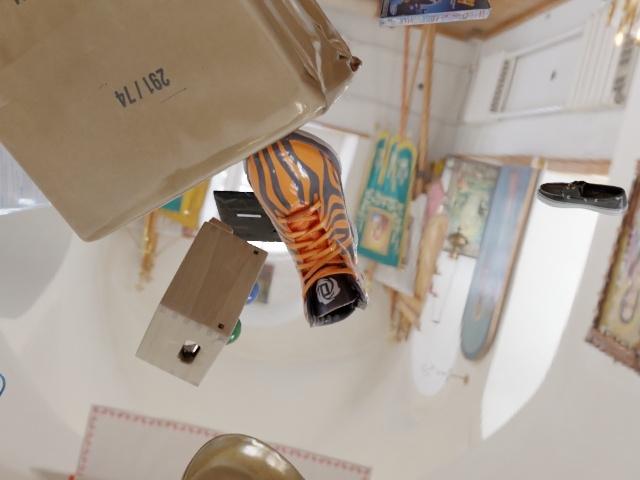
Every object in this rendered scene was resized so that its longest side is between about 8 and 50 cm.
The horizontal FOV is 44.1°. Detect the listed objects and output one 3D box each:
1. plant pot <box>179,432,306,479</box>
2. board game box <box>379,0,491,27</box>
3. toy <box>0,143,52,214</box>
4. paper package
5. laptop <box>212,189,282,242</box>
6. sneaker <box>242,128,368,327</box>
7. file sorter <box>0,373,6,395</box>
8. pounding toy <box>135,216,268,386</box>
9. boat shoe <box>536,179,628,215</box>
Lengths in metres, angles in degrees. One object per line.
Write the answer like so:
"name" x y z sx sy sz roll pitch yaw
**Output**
"plant pot" -0.047 0.276 0.649 0.032 0.236 0.236 -31 165 21
"board game box" 0.217 -0.473 1.429 0.194 0.194 0.060 10 179 4
"toy" -0.427 -0.122 1.212 0.237 0.136 0.056 -13 -152 -40
"paper package" -0.183 -0.205 0.795 0.325 0.309 0.168 -26 -160 27
"laptop" -0.064 -0.066 1.515 0.234 0.136 0.264 2 150 4
"sneaker" 0.000 0.000 1.056 0.125 0.180 0.321 -21 141 10
"file sorter" -0.586 0.225 1.202 0.170 0.104 0.118 -2 139 34
"pounding toy" -0.129 0.062 0.940 0.094 0.206 0.181 28 139 -6
"boat shoe" 0.406 -0.074 1.229 0.142 0.049 0.040 13 139 30
